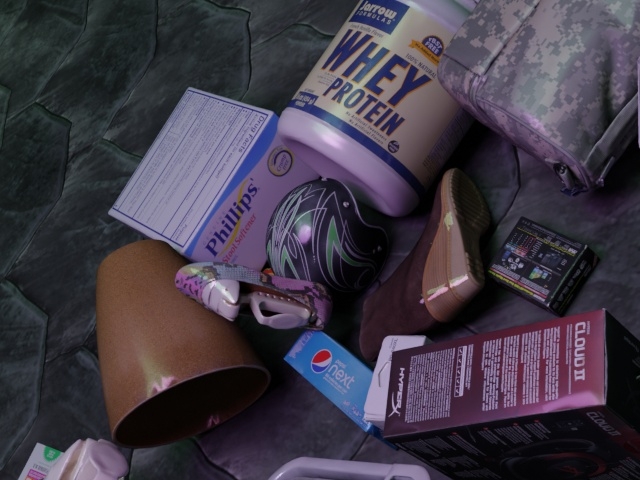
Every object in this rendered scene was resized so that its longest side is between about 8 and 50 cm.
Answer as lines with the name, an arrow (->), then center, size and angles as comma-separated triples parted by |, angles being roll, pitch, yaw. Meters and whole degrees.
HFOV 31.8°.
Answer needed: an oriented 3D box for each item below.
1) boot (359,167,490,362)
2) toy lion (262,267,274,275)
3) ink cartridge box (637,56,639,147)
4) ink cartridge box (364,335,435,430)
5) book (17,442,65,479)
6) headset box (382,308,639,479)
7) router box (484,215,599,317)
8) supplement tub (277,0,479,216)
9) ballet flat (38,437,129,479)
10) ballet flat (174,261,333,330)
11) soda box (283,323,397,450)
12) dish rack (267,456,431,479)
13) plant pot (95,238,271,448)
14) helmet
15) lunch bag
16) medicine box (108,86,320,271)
boot -> 0.131, 0.029, 1.539 | 0.207, 0.090, 0.248 | -36, 31, 33
toy lion -> -0.068, 0.078, 1.738 | 0.096, 0.034, 0.100 | -43, 39, 23
ink cartridge box -> 0.479, -0.098, 1.140 | 0.211, 0.289, 0.121 | -16, 53, 35
ink cartridge box -> 0.131, 0.193, 1.370 | 0.063, 0.150, 0.109 | -4, 60, 42
book -> -0.469, 0.419, 1.877 | 0.096, 0.035, 0.144 | 7, 67, 42
headset box -> 0.250, 0.184, 1.213 | 0.293, 0.218, 0.110 | -17, 52, 37
router box -> 0.280, 0.032, 1.430 | 0.092, 0.038, 0.122 | -55, 40, -3
supplement tub -> 0.115, -0.223, 1.612 | 0.235, 0.235, 0.325 | 27, 81, 49
ballet flat -> -0.320, 0.366, 1.565 | 0.483, 0.164, 0.182 | 161, 121, -71
ballet flat -> -0.090, 0.081, 1.535 | 0.079, 0.221, 0.077 | -90, 13, -52
soda box -> 0.042, 0.193, 1.516 | 0.067, 0.071, 0.210 | -53, 40, -1
dish rack -> -0.011, 0.394, 1.344 | 0.333, 0.072, 0.285 | -10, 38, 54
plant pot -> -0.228, 0.135, 1.632 | 0.237, 0.237, 0.254 | -36, 63, 20
helmet -> 0.000, 0.000, 1.623 | 0.169, 0.161, 0.169 | -24, 48, 30
lunch bag -> 0.336, -0.233, 1.431 | 0.305, 0.212, 0.256 | -52, 40, 3
medicine box -> -0.172, -0.088, 1.849 | 0.289, 0.149, 0.263 | 24, 80, 52
